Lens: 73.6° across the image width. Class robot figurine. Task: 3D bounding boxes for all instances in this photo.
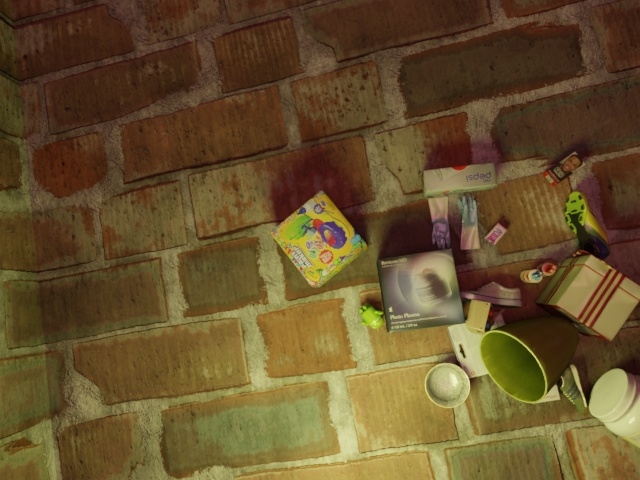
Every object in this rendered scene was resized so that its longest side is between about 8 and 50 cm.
[{"bbox_3d":[0.214,0.315,1.768,0.115,0.067,0.101,49,120,11],"label":"robot figurine"}]

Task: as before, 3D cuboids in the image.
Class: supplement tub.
[{"bbox_3d":[1.172,0.628,1.516,0.325,0.235,0.235,31,88,10],"label":"supplement tub"}]

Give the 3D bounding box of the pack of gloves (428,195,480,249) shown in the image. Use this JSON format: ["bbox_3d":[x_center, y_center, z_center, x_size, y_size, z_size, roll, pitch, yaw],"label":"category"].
[{"bbox_3d":[0.559,-0.076,1.779,0.195,0.046,0.231,-4,83,6],"label":"pack of gloves"}]

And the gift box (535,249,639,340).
[{"bbox_3d":[1.010,0.201,1.575,0.255,0.276,0.258,35,88,5],"label":"gift box"}]

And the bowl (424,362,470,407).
[{"bbox_3d":[0.497,0.565,1.694,0.170,0.080,0.169,-1,84,8],"label":"bowl"}]

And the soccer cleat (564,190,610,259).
[{"bbox_3d":[1.064,-0.059,1.700,0.121,0.093,0.288,-6,76,-23],"label":"soccer cleat"}]

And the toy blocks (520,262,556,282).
[{"bbox_3d":[0.860,0.124,1.662,0.123,0.148,0.054,-23,81,5],"label":"toy blocks"}]

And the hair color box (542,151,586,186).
[{"bbox_3d":[0.994,-0.291,1.745,0.141,0.043,0.072,-35,79,2],"label":"hair color box"}]

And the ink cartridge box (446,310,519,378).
[{"bbox_3d":[0.644,0.417,1.708,0.224,0.045,0.223,-17,80,6],"label":"ink cartridge box"}]

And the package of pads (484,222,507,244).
[{"bbox_3d":[0.721,-0.028,1.757,0.050,0.032,0.083,41,90,13],"label":"package of pads"}]

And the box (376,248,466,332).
[{"bbox_3d":[0.388,0.200,1.703,0.297,0.183,0.293,-9,81,6],"label":"box"}]

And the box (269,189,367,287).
[{"bbox_3d":[0.000,0.000,1.781,0.279,0.177,0.290,-40,80,3],"label":"box"}]

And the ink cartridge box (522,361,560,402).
[{"bbox_3d":[0.847,0.544,1.657,0.110,0.063,0.150,-11,82,6],"label":"ink cartridge box"}]

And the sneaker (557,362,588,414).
[{"bbox_3d":[0.955,0.574,1.644,0.086,0.064,0.191,-13,81,14],"label":"sneaker"}]

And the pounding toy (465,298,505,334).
[{"bbox_3d":[0.635,0.296,1.645,0.100,0.141,0.130,10,73,34],"label":"pounding toy"}]

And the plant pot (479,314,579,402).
[{"bbox_3d":[0.792,0.393,1.564,0.294,0.275,0.274,-22,80,-24],"label":"plant pot"}]

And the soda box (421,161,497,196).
[{"bbox_3d":[0.570,-0.252,1.774,0.287,0.091,0.097,-5,82,7],"label":"soda box"}]

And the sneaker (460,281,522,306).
[{"bbox_3d":[0.673,0.213,1.709,0.259,0.094,0.091,7,72,-6],"label":"sneaker"}]
